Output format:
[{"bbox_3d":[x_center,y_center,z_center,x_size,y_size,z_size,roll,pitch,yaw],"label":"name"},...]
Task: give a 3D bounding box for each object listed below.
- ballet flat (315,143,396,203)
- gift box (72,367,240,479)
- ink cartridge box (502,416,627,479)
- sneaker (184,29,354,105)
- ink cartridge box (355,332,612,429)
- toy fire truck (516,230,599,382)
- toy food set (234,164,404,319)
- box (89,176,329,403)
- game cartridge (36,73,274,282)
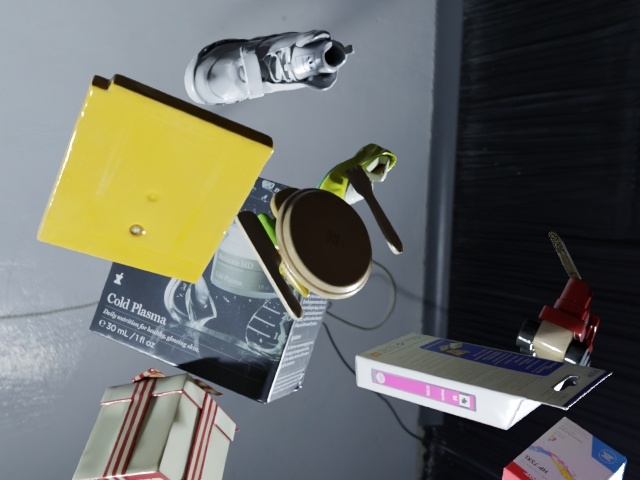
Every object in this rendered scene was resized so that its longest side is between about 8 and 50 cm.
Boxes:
[{"bbox_3d":[0.071,-0.115,1.064,0.231,0.077,0.077,-45,146,-46],"label":"ballet flat"},{"bbox_3d":[-0.330,0.450,1.289,0.258,0.276,0.255,-84,158,-47],"label":"gift box"},{"bbox_3d":[0.434,0.447,1.073,0.231,0.134,0.078,-26,127,-27],"label":"ink cartridge box"},{"bbox_3d":[-0.103,-0.384,1.274,0.366,0.210,0.137,-27,118,-33],"label":"sneaker"},{"bbox_3d":[0.251,0.224,0.953,0.176,0.371,0.069,-10,98,-45],"label":"ink cartridge box"},{"bbox_3d":[0.488,0.132,1.162,0.246,0.158,0.217,-60,147,-8],"label":"toy fire truck"},{"bbox_3d":[0.000,0.000,0.615,0.192,0.038,0.132,-26,87,-42],"label":"toy food set"},{"bbox_3d":[-0.224,0.078,1.436,0.297,0.480,0.471,29,79,-75],"label":"box"},{"bbox_3d":[-0.272,-0.086,0.952,0.285,0.052,0.323,19,123,-26],"label":"game cartridge"}]
